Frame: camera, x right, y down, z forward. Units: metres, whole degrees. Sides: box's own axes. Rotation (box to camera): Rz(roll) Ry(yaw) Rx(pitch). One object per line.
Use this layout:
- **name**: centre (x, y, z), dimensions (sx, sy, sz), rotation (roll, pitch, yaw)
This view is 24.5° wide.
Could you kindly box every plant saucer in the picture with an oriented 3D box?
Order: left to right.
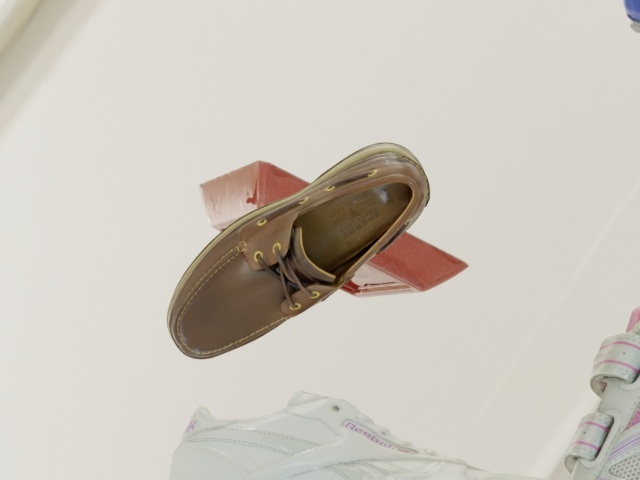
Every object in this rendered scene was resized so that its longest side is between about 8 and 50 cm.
- **plant saucer**: centre (0.000, 0.000, 1.649), dimensions (0.048, 0.259, 0.258), rotation (-66, 16, -12)

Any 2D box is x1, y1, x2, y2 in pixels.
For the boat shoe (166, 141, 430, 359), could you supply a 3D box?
- **boat shoe**: centre (-0.015, 0.008, 0.841), dimensions (0.178, 0.064, 0.060), rotation (-36, 11, 5)

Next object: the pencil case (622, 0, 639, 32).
- **pencil case**: centre (0.379, -0.160, 1.297), dimensions (0.119, 0.306, 0.133), rotation (5, -45, -45)

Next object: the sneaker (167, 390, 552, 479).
- **sneaker**: centre (0.041, 0.164, 1.014), dimensions (0.114, 0.305, 0.152), rotation (92, 180, -49)

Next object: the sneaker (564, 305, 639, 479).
- **sneaker**: centre (0.171, 0.096, 0.747), dimensions (0.252, 0.111, 0.103), rotation (-33, -12, -16)
